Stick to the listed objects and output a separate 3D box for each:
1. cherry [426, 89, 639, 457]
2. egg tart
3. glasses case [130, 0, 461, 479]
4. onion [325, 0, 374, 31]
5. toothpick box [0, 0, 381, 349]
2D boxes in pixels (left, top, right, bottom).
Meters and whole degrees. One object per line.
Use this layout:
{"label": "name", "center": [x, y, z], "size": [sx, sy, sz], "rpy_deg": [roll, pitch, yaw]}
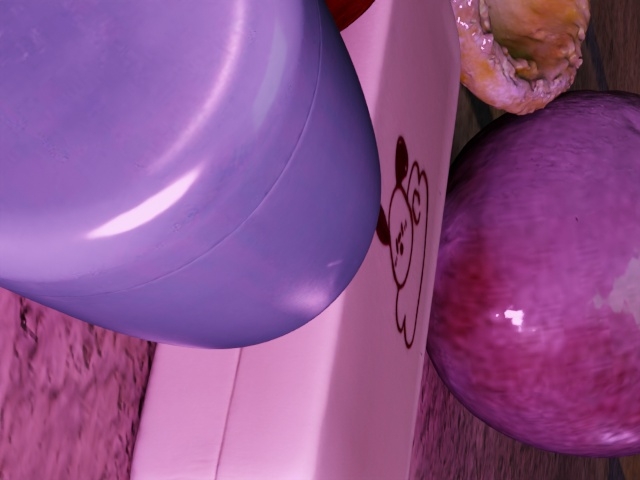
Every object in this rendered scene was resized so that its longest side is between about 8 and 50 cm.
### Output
{"label": "cherry", "center": [0.151, 0.021, 1.092], "size": [0.266, 0.184, 0.213], "rpy_deg": [-5, 80, -61]}
{"label": "egg tart", "center": [0.085, -0.162, 1.038], "size": [0.197, 0.078, 0.197], "rpy_deg": [25, 61, -58]}
{"label": "glasses case", "center": [0.000, 0.000, 0.769], "size": [0.131, 0.070, 0.312], "rpy_deg": [68, 26, -51]}
{"label": "onion", "center": [-0.024, -0.119, 0.642], "size": [0.117, 0.118, 0.118], "rpy_deg": [46, 32, -17]}
{"label": "toothpick box", "center": [-0.046, -0.030, 0.530], "size": [0.184, 0.120, 0.120], "rpy_deg": [49, 43, -72]}
